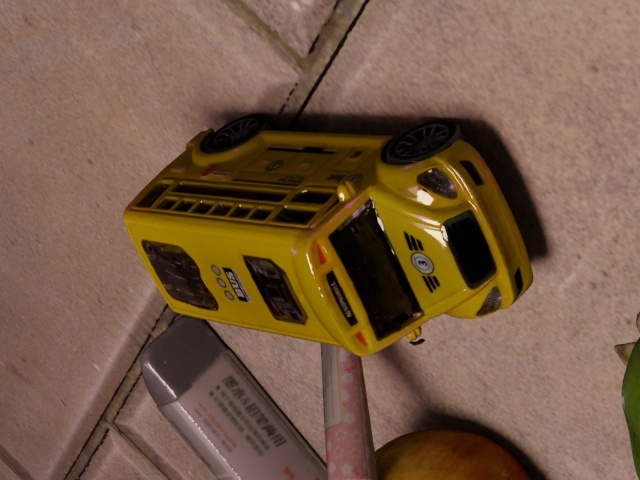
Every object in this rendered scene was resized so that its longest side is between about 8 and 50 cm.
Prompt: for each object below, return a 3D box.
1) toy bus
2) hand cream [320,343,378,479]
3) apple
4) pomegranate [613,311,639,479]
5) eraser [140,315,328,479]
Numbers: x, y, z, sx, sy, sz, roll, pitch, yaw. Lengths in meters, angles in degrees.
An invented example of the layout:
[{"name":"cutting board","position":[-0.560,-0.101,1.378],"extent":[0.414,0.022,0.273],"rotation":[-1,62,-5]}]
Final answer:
[{"name":"toy bus","position":[0.000,0.000,1.258],"extent":[0.331,0.151,0.145],"rotation":[7,130,49]},{"name":"hand cream","position":[0.020,0.129,1.400],"extent":[0.067,0.043,0.210],"rotation":[131,136,-62]},{"name":"apple","position":[0.102,0.270,1.435],"extent":[0.196,0.196,0.196],"rotation":[32,148,23]},{"name":"pomegranate","position":[0.269,0.098,1.033],"extent":[0.187,0.187,0.225],"rotation":[60,172,-23]},{"name":"eraser","position":[-0.060,0.232,1.683],"extent":[0.352,0.089,0.061],"rotation":[52,153,-8]}]
